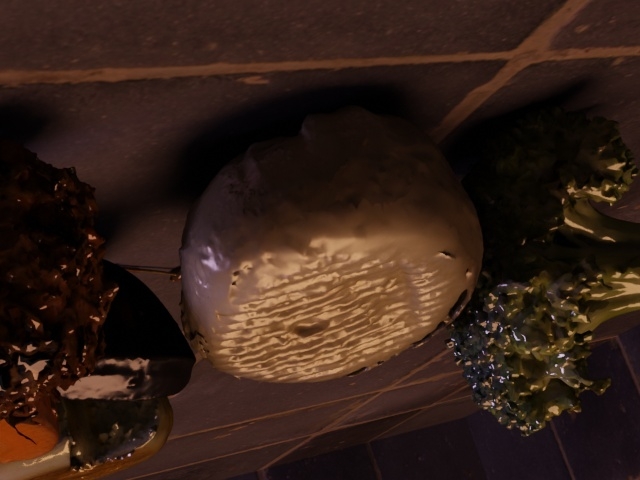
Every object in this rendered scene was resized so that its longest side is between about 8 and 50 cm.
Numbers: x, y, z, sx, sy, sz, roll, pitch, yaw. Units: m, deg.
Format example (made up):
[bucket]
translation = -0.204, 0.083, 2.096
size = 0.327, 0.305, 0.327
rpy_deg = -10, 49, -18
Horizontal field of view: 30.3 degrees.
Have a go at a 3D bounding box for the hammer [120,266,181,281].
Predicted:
[hammer]
translation = -0.215, 0.038, 1.483
size = 0.029, 0.014, 0.123
rpy_deg = -39, 153, 26

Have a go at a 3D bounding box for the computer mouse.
[computer mouse]
translation = -0.251, 0.076, 1.267
size = 0.170, 0.269, 0.100
rpy_deg = 0, 111, -36

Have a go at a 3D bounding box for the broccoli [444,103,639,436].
[broccoli]
translation = 0.271, 0.022, 1.418
size = 0.317, 0.338, 0.277
rpy_deg = -28, 154, -7

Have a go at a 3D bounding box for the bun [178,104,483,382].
[bun]
translation = 0.000, 0.000, 1.271
size = 0.359, 0.211, 0.360
rpy_deg = -16, 151, -9

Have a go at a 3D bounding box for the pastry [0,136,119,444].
[pastry]
translation = -0.303, 0.038, 0.994
size = 0.274, 0.275, 0.193
rpy_deg = -14, 165, -16

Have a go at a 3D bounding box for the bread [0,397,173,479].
[bread]
translation = -0.399, 0.290, 1.813
size = 0.333, 0.160, 0.333
rpy_deg = -16, 162, -5

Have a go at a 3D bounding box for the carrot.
[carrot]
translation = -0.464, 0.218, 1.506
size = 0.258, 0.100, 0.307
rpy_deg = 14, 150, -24
